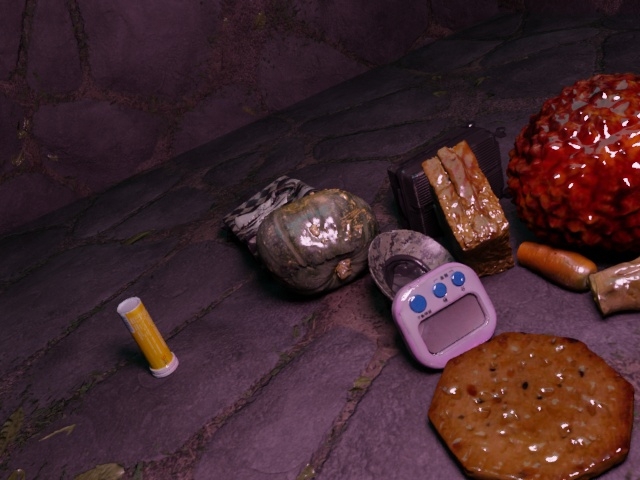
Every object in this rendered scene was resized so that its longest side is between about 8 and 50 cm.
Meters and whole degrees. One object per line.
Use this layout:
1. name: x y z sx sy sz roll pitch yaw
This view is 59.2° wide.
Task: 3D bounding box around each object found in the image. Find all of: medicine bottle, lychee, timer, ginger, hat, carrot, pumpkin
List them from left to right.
1. medicine bottle: -0.437 0.246 1.424 0.073 0.218 0.074 -14 30 8
2. pumpkin: 0.000 0.000 1.509 0.327 0.291 0.257 -34 60 2
3. hat: 0.205 0.102 1.355 0.265 0.128 0.266 13 47 -15
4. timer: 0.261 0.158 1.196 0.208 0.191 0.069 -28 1 -15
5. carrot: 0.543 0.052 1.303 0.087 0.087 0.193 -30 32 -19
6. lychee: 0.671 -0.171 1.273 0.499 0.425 0.425 -20 29 -3
7. ginger: 0.682 0.077 1.148 0.262 0.117 0.109 -21 11 6

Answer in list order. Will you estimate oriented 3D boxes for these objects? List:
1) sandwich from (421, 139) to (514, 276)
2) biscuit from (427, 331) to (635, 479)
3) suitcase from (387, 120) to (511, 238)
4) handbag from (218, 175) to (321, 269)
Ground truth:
1. sandwich: 0.363 -0.053 1.385 0.131 0.325 0.262 -24 62 10
2. biscuit: 0.376 0.297 1.022 0.359 0.046 0.359 -16 32 10
3. suitcase: 0.377 -0.173 1.634 0.335 0.230 0.152 -29 30 -18
4. handbag: -0.150 -0.061 1.829 0.316 0.180 0.416 -29 23 -11
